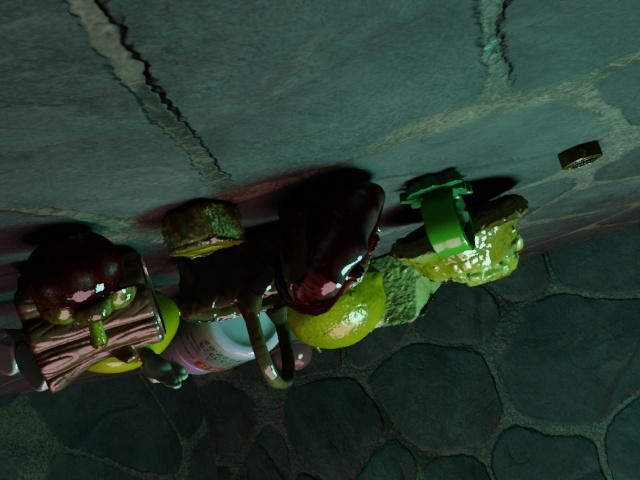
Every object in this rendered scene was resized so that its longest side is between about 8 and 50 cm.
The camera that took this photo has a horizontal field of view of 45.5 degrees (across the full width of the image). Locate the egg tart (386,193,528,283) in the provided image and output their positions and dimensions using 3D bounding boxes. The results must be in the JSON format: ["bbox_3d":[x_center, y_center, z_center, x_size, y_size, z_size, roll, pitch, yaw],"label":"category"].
[{"bbox_3d":[0.322,0.006,1.719,0.345,0.132,0.345,-21,-178,1],"label":"egg tart"}]

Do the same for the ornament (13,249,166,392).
[{"bbox_3d":[-0.404,0.132,1.365,0.217,0.221,0.235,-18,157,-11],"label":"ornament"}]

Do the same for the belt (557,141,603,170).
[{"bbox_3d":[0.526,-0.170,1.542,0.083,0.036,0.059,-21,166,22],"label":"belt"}]

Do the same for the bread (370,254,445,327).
[{"bbox_3d":[0.240,0.157,2.341,0.345,0.242,0.405,-20,165,37],"label":"bread"}]

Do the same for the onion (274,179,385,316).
[{"bbox_3d":[0.000,0.000,1.331,0.272,0.195,0.272,-59,173,-11],"label":"onion"}]

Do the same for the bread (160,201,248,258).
[{"bbox_3d":[-0.198,-0.014,1.264,0.128,0.069,0.140,-18,172,20],"label":"bread"}]

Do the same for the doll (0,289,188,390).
[{"bbox_3d":[-0.459,0.210,1.601,0.423,0.161,0.348,4,-156,-24],"label":"doll"}]

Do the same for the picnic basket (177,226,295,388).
[{"bbox_3d":[-0.111,0.150,1.563,0.337,0.337,0.293,-16,169,6],"label":"picnic basket"}]

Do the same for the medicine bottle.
[{"bbox_3d":[-0.264,0.230,2.001,0.219,0.219,0.388,-8,167,-32],"label":"medicine bottle"}]

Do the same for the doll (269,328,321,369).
[{"bbox_3d":[-0.116,0.277,2.342,0.196,0.256,0.152,-21,172,31],"label":"doll"}]

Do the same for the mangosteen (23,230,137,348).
[{"bbox_3d":[-0.371,0.073,1.175,0.156,0.181,0.146,-17,166,-3],"label":"mangosteen"}]

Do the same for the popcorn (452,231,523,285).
[{"bbox_3d":[0.417,0.016,1.949,0.216,0.181,0.235,-14,174,-16],"label":"popcorn"}]

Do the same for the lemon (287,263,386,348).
[{"bbox_3d":[0.034,0.152,1.948,0.267,0.267,0.267,-14,169,-3],"label":"lemon"}]

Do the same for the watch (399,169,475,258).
[{"bbox_3d":[0.236,-0.044,1.490,0.131,0.152,0.165,-16,171,20],"label":"watch"}]
